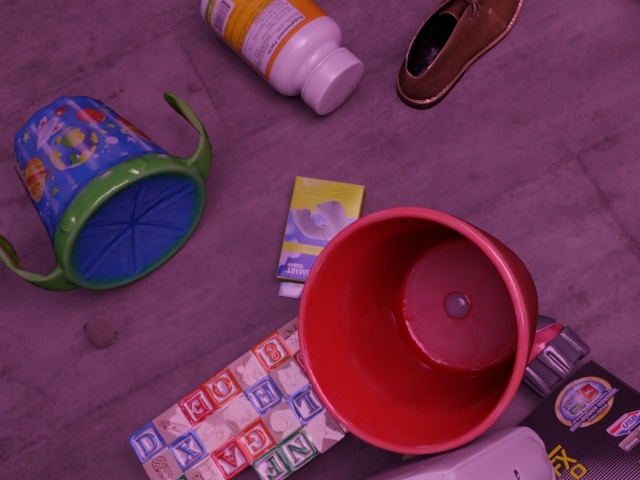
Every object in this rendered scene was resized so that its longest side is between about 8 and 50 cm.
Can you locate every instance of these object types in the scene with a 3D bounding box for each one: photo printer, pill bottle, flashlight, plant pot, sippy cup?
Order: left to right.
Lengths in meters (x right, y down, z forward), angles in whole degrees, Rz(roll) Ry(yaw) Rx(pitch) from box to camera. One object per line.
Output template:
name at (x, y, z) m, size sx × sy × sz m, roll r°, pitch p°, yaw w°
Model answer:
sippy cup at (-0.324, -0.085, 1.164) m, size 0.305 × 0.240 × 0.224 m, roll -24°, pitch 59°, yaw -38°
pill bottle at (-0.054, -0.308, 1.211) m, size 0.136 × 0.136 × 0.245 m, roll -44°, pitch 77°, yaw -4°
photo printer at (0.122, 0.305, 0.913) m, size 0.256 × 0.307 × 0.107 m, roll -28°, pitch 75°, yaw 26°
plant pot at (0.142, 0.093, 0.973) m, size 0.274 × 0.243 × 0.275 m, roll 2°, pitch 95°, yaw 26°
flashlight at (0.229, 0.081, 1.120) m, size 0.304 × 0.103 × 0.103 m, roll 46°, pitch 124°, yaw 17°

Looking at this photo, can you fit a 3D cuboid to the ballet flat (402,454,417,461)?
ballet flat at (0.160, 0.362, 1.087) m, size 0.057 × 0.052 × 0.168 m, roll -25°, pitch 76°, yaw 2°

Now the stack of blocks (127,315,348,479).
stack of blocks at (-0.094, 0.261, 1.120) m, size 0.297 × 0.087 × 0.171 m, roll -35°, pitch 77°, yaw -2°

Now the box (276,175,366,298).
box at (0.000, 0.000, 1.189) m, size 0.109 × 0.042 × 0.178 m, roll 8°, pitch 78°, yaw 9°

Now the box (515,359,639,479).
box at (0.321, 0.301, 1.006) m, size 0.270 × 0.216 × 0.060 m, roll -41°, pitch 117°, yaw -2°

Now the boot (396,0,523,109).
boot at (0.223, -0.340, 1.199) m, size 0.112 × 0.115 × 0.305 m, roll 34°, pitch 83°, yaw 14°
